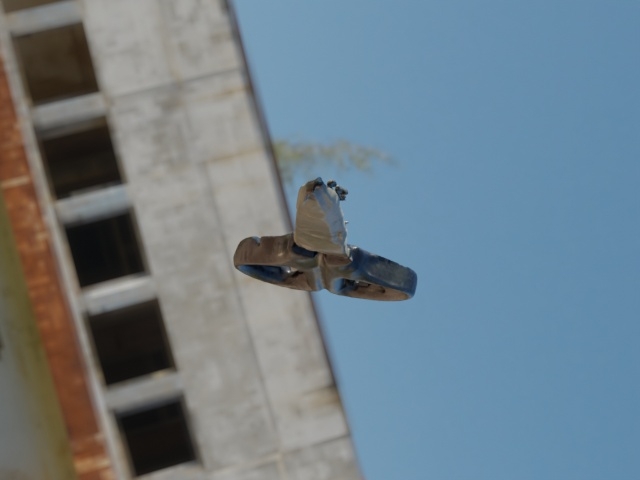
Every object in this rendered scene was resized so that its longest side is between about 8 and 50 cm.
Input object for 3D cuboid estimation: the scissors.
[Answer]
[{"bbox_3d":[0.000,0.000,0.916,0.300,0.109,0.022,83,17,-79],"label":"scissors"}]
